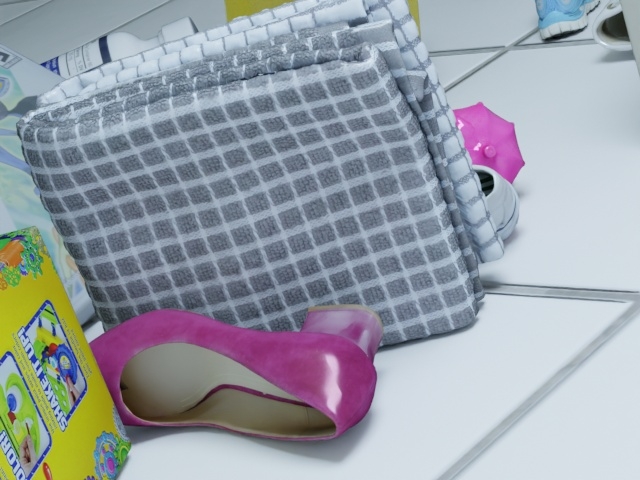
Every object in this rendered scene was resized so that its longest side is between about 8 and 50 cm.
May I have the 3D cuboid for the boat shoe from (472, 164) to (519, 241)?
[{"bbox_3d":[0.033,-0.020,1.212,0.226,0.076,0.083,-16,64,9],"label":"boat shoe"}]

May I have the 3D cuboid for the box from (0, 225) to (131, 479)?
[{"bbox_3d":[-0.309,0.153,0.976,0.289,0.177,0.279,-14,21,17],"label":"box"}]

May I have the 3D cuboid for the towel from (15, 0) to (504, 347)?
[{"bbox_3d":[-0.039,-0.025,1.108,0.283,0.235,0.121,-15,23,16],"label":"towel"}]

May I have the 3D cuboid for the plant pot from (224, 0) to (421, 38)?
[{"bbox_3d":[0.007,-0.214,1.644,0.187,0.212,0.212,-6,20,2],"label":"plant pot"}]

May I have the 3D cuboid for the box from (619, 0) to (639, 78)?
[{"bbox_3d":[0.320,-0.207,1.249,0.126,0.232,0.148,1,28,44],"label":"box"}]

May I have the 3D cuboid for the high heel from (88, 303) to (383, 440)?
[{"bbox_3d":[-0.078,0.103,1.051,0.244,0.082,0.117,-6,26,17],"label":"high heel"}]

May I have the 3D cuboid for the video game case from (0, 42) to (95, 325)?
[{"bbox_3d":[-0.282,-0.056,1.426,0.300,0.036,0.329,29,35,8],"label":"video game case"}]

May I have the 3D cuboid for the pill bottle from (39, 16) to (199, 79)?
[{"bbox_3d":[-0.228,-0.120,1.644,0.264,0.153,0.153,-23,19,4],"label":"pill bottle"}]

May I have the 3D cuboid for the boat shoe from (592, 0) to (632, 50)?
[{"bbox_3d":[0.355,-0.210,1.443,0.096,0.098,0.277,-37,14,-30],"label":"boat shoe"}]

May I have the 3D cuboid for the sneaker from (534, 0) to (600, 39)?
[{"bbox_3d":[0.259,-0.272,1.727,0.063,0.073,0.162,-14,20,16],"label":"sneaker"}]

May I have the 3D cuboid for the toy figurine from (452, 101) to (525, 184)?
[{"bbox_3d":[0.094,-0.069,1.316,0.159,0.130,0.173,16,-2,33],"label":"toy figurine"}]
